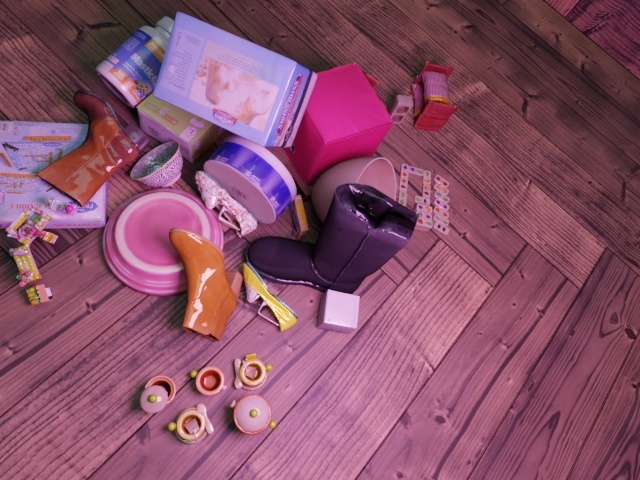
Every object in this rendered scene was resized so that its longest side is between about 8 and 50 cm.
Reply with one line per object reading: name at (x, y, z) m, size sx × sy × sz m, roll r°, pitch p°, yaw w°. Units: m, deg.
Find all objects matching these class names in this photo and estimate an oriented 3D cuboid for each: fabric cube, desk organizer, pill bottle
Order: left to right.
pill bottle at (-0.530, -0.549, 1.385) m, size 0.152 × 0.152 × 0.272 m, roll 40°, pitch 79°, yaw 4°
desk organizer at (-0.086, -0.185, 1.487) m, size 0.050 × 0.047 × 0.130 m, roll -30°, pitch 78°, yaw -22°
fabric cube at (0.032, -0.371, 1.481) m, size 0.259 × 0.258 × 0.254 m, roll -21°, pitch 76°, yaw -22°

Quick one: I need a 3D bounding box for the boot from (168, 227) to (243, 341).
boot at (-0.318, 0.125, 1.185) m, size 0.104 × 0.295 × 0.211 m, roll -5°, pitch 52°, yaw 31°

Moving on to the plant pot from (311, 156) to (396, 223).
plant pot at (0.086, -0.131, 1.413) m, size 0.191 × 0.284 × 0.284 m, roll 18°, pitch 58°, yaw 32°

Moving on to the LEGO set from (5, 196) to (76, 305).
LEGO set at (-0.730, 0.020, 1.148) m, size 0.132 × 0.107 × 0.286 m, roll 15°, pitch 81°, yaw -15°

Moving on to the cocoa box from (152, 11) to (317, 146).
cocoa box at (-0.225, -0.423, 1.239) m, size 0.348 × 0.228 × 0.231 m, roll 26°, pitch 105°, yaw 7°

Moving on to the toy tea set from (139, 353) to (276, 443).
toy tea set at (-0.273, 0.403, 1.143) m, size 0.337 × 0.124 × 0.199 m, roll -6°, pitch 70°, yaw -18°

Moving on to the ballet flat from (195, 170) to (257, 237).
ballet flat at (-0.289, -0.103, 1.345) m, size 0.241 × 0.091 × 0.077 m, roll 43°, pitch 64°, yaw -15°

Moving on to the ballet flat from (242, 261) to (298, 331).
ballet flat at (-0.162, 0.167, 1.298) m, size 0.077 × 0.077 × 0.231 m, roll -43°, pitch 93°, yaw -12°

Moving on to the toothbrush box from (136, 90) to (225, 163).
toothbrush box at (-0.407, -0.421, 1.458) m, size 0.206 × 0.122 × 0.283 m, roll 33°, pitch 64°, yaw 1°

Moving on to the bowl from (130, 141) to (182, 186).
bowl at (-0.472, -0.213, 1.360) m, size 0.170 × 0.080 × 0.170 m, roll -19°, pitch 41°, yaw 17°

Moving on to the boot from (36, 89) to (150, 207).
boot at (-0.676, -0.265, 1.285) m, size 0.264 × 0.096 × 0.280 m, roll 42°, pitch 69°, yaw -6°

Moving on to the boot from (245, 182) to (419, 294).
boot at (0.002, 0.000, 1.209) m, size 0.368 × 0.445 × 0.146 m, roll 15°, pitch 65°, yaw -9°

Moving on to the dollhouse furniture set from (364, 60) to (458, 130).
dollhouse furniture set at (0.302, -0.550, 1.688) m, size 0.375 × 0.152 × 0.201 m, roll 5°, pitch 67°, yaw -13°

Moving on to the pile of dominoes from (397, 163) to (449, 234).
pile of dominoes at (0.374, -0.152, 1.602) m, size 0.196 × 0.040 × 0.250 m, roll 13°, pitch 65°, yaw -9°

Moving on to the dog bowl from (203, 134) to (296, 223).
dog bowl at (-0.206, -0.172, 1.326) m, size 0.265 × 0.265 × 0.104 m, roll 36°, pitch 68°, yaw 1°

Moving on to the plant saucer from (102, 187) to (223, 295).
plant saucer at (-0.445, -0.011, 1.296) m, size 0.333 × 0.084 × 0.331 m, roll 5°, pitch 66°, yaw -12°

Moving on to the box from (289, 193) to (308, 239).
box at (-0.071, -0.078, 1.427) m, size 0.028 × 0.081 × 0.136 m, roll -9°, pitch 70°, yaw -18°

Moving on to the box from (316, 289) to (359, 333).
box at (0.052, 0.210, 1.334) m, size 0.102 × 0.087 × 0.101 m, roll 12°, pitch 65°, yaw -10°

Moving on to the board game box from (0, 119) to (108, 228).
board game box at (-0.777, -0.188, 1.289) m, size 0.319 × 0.066 × 0.317 m, roll -1°, pitch 68°, yaw -16°
